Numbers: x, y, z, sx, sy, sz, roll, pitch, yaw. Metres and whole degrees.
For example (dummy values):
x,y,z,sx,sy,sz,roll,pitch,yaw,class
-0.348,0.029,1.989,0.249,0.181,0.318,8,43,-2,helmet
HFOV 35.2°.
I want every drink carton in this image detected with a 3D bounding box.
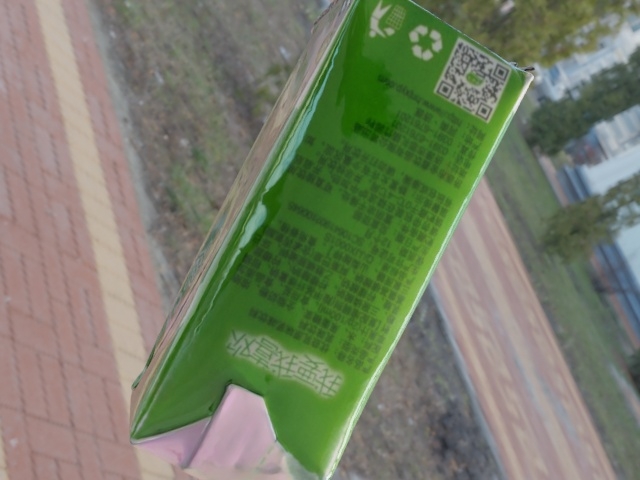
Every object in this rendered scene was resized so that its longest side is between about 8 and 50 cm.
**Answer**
x,y,z,sx,sy,sz,roll,pitch,yaw,class
0.000,0.000,0.557,0.108,0.271,0.161,27,-3,-9,drink carton
